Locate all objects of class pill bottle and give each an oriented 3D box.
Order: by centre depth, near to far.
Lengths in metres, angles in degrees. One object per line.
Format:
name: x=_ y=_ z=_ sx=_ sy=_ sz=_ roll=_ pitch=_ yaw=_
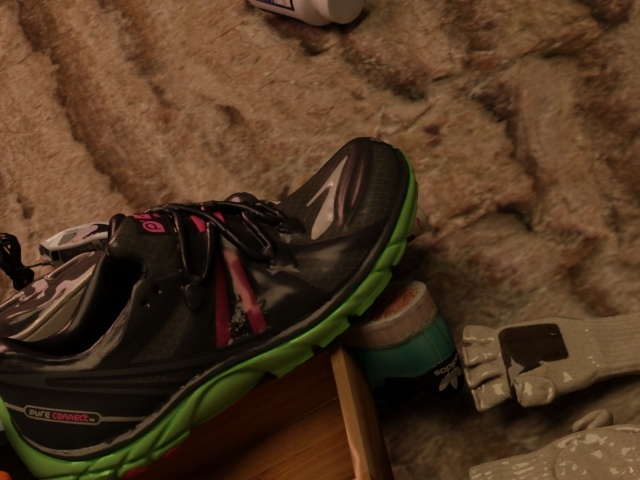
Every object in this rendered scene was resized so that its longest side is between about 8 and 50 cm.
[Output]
pill bottle: x=-0.019 y=-0.346 z=2.068 sx=0.094 sy=0.094 sz=0.169 roll=-47 pitch=42 yaw=-18

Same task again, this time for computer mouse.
computer mouse: x=-0.313 y=0.012 z=1.895 sx=0.193 sy=0.106 sz=0.042 roll=-10 pitch=50 yaw=12

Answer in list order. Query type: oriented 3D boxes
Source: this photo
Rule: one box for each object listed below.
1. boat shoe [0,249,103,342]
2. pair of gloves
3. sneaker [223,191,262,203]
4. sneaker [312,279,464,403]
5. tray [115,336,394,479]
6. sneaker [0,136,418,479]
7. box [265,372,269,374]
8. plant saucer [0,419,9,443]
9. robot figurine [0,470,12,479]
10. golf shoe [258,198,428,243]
boat shoe: x=-0.349 y=0.121 z=1.797 sx=0.335 sy=0.112 sz=0.095 roll=-35 pitch=22 yaw=-12
pair of gloves: x=0.234 y=0.157 z=1.394 sx=0.204 sy=0.042 sz=0.240 roll=-7 pitch=45 yaw=8
sneaker: x=-0.157 y=0.065 z=1.658 sx=0.109 sy=0.130 sz=0.286 roll=23 pitch=79 yaw=47
sneaker: x=0.033 y=0.115 z=1.555 sx=0.108 sy=0.121 sz=0.302 roll=-37 pitch=16 yaw=-26
tray: x=-0.131 y=0.266 z=1.411 sx=0.411 sy=0.076 sz=0.203 roll=-27 pitch=33 yaw=10
sneaker: x=-0.102 y=0.037 z=1.441 sx=0.483 sy=0.202 sz=0.185 roll=-37 pitch=18 yaw=-19
box: x=-0.093 y=0.231 z=1.541 sx=0.101 sy=0.060 sz=0.244 roll=-17 pitch=42 yaw=17
plant saucer: x=-0.395 y=0.213 z=1.668 sx=0.195 sy=0.195 sz=0.037 roll=-19 pitch=82 yaw=15
robot figurine: x=-0.392 y=0.318 z=1.592 sx=0.128 sy=0.158 sz=0.219 roll=3 pitch=41 yaw=-11
golf shoe: x=0.000 y=0.000 z=1.711 sx=0.120 sy=0.105 sz=0.273 roll=-8 pitch=4 yaw=-39
